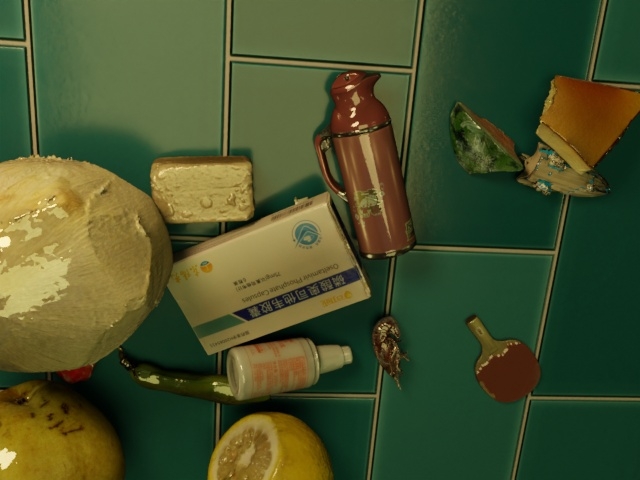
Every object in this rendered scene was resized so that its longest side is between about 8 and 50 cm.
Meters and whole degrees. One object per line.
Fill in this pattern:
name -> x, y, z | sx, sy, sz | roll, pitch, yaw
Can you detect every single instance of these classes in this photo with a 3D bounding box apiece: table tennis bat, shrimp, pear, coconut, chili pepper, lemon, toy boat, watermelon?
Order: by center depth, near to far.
coconut -> -0.421, 0.038, 1.009 | 0.346, 0.360, 0.346 | 2, 112, 4
pear -> -0.524, 0.409, 1.177 | 0.304, 0.304, 0.304 | -2, 108, -5
watermelon -> 0.290, -0.184, 1.187 | 0.155, 0.080, 0.101 | 42, 135, -18
toy boat -> 0.472, -0.118, 1.218 | 0.210, 0.066, 0.084 | 14, 118, -21
chili pepper -> -0.455, 0.216, 1.228 | 0.073, 0.070, 0.123 | 23, 103, -29
lemon -> -0.084, 0.467, 1.260 | 0.240, 0.240, 0.219 | -41, 127, 8
shrimp -> 0.145, 0.230, 1.298 | 0.065, 0.056, 0.165 | -23, 111, -5
table tennis bat -> 0.373, 0.248, 1.346 | 0.131, 0.022, 0.234 | -36, 109, 7

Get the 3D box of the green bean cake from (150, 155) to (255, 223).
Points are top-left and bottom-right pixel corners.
green bean cake -> -0.207, -0.092, 1.144 | 0.179, 0.085, 0.109 | -2, 109, -6

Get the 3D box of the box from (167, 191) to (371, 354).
box -> -0.100, 0.066, 1.185 | 0.343, 0.065, 0.200 | -22, 109, 13

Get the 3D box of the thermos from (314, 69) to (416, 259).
thermos -> 0.079, -0.139, 1.155 | 0.109, 0.136, 0.330 | -26, 112, -31

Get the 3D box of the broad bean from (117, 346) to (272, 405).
broad bean -> -0.254, 0.283, 1.269 | 0.325, 0.067, 0.075 | 12, 123, -6

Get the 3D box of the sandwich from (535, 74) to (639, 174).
sandwich -> 0.480, -0.240, 1.164 | 0.162, 0.058, 0.193 | 44, 75, 0

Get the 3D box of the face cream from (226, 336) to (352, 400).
face cream -> -0.050, 0.240, 1.248 | 0.252, 0.101, 0.101 | -6, 109, -24

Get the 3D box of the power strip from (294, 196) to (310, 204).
power strip -> 0.000, 0.000, 1.213 | 0.030, 0.047, 0.191 | -24, 108, 5
